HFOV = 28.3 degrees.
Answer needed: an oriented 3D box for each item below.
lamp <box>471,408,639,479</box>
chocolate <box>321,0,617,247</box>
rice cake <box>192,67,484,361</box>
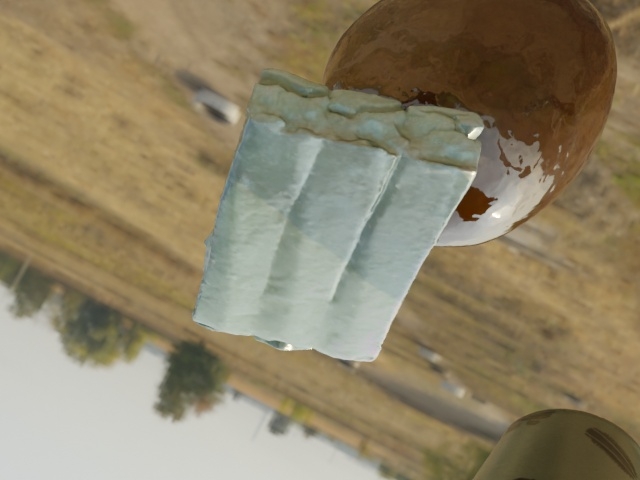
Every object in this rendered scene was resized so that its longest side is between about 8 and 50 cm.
[{"bbox_3d":[0.105,0.181,0.608,0.121,0.214,0.121,11,131,13],"label":"lamp"},{"bbox_3d":[0.085,-0.084,0.719,0.177,0.176,0.177,27,172,4],"label":"chocolate"},{"bbox_3d":[0.000,0.000,0.665,0.124,0.038,0.211,12,145,-1],"label":"rice cake"}]
